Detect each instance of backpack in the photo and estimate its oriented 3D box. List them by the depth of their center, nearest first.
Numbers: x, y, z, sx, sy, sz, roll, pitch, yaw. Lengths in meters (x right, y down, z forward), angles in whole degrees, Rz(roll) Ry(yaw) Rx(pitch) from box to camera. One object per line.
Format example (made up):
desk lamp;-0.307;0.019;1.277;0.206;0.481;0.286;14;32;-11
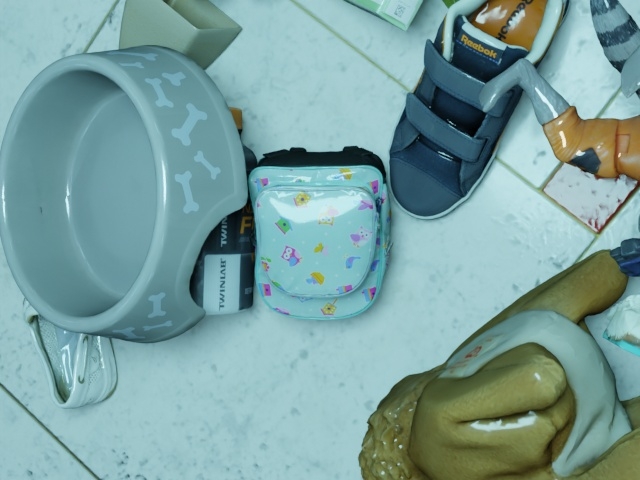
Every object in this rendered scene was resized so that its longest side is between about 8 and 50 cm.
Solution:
backpack;0.000;0.000;1.101;0.165;0.144;0.188;-1;113;4

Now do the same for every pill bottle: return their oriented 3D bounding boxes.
pill bottle;-0.141;-0.039;1.157;0.130;0.130;0.246;4;95;18

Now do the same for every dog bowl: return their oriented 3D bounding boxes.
dog bowl;-0.242;-0.052;1.091;0.348;0.102;0.349;1;92;40

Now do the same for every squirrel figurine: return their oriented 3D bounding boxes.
squirrel figurine;0.245;0.280;1.018;0.397;0.281;0.370;-35;93;30

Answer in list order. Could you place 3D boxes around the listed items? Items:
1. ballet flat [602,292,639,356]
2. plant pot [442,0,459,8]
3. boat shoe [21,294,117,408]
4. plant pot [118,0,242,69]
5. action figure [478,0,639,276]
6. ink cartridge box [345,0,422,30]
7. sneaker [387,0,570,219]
ballet flat;0.447;0.095;0.912;0.409;0.147;0.147;20;101;-21
plant pot;0.165;-0.309;1.079;0.079;0.083;0.083;-31;83;4
boat shoe;-0.338;0.081;1.245;0.098;0.096;0.277;-18;87;19
plant pot;-0.182;-0.251;1.179;0.109;0.109;0.096;40;116;12
action figure;0.355;-0.087;0.831;0.341;0.330;0.179;-17;52;57
ink cartridge box;0.089;-0.368;1.060;0.235;0.056;0.171;-61;39;11
sneaker;0.160;-0.168;1.059;0.126;0.127;0.321;30;103;13
